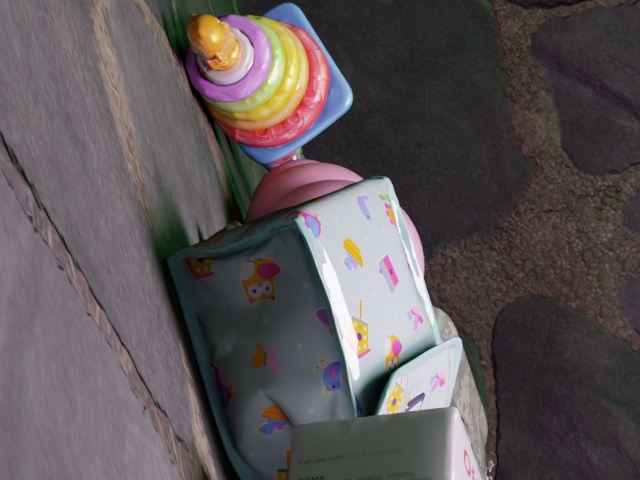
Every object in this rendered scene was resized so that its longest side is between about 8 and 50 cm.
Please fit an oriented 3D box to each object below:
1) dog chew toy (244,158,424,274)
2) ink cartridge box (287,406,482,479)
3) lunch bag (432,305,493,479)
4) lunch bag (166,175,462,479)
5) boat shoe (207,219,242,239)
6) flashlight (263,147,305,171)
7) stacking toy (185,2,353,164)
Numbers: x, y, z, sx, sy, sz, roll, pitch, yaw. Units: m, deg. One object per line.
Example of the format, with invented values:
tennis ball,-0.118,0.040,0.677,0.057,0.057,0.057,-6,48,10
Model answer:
dog chew toy,0.000,0.000,1.975,0.332,0.206,0.207,-119,-170,-64
ink cartridge box,0.054,0.300,1.125,0.306,0.131,0.226,-82,159,-45
lunch bag,0.070,0.254,1.800,0.305,0.212,0.256,69,21,-46
lunch bag,0.011,0.098,1.362,0.223,0.160,0.262,-24,94,-66
boat shoe,-0.072,0.056,1.594,0.152,0.049,0.056,68,-15,-15
flashlight,-0.038,-0.088,2.278,0.103,0.103,0.304,-54,131,-34
stacking toy,-0.095,-0.209,1.957,0.175,0.165,0.302,58,10,14
